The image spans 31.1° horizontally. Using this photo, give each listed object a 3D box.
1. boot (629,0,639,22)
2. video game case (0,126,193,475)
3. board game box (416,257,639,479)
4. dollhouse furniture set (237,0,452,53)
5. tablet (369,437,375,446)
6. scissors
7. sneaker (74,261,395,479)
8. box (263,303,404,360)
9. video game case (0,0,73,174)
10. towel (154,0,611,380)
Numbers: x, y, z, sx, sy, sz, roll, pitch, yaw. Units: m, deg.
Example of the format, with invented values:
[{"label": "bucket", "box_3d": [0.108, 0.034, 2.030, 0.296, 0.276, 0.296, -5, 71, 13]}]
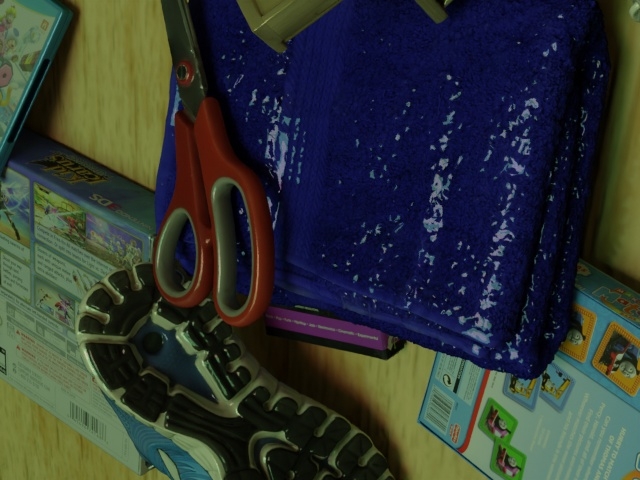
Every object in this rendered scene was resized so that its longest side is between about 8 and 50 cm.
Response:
[{"label": "boot", "box_3d": [0.189, -0.126, 0.578, 0.123, 0.095, 0.258, 26, 117, 37]}, {"label": "video game case", "box_3d": [-0.229, 0.042, 1.032, 0.269, 0.061, 0.244, 27, 125, 30]}, {"label": "board game box", "box_3d": [0.159, 0.101, 0.701, 0.211, 0.039, 0.160, 37, 126, 39]}, {"label": "dollhouse furniture set", "box_3d": [0.031, -0.204, 0.637, 0.182, 0.101, 0.161, -34, 61, 17]}, {"label": "tablet", "box_3d": [0.040, 0.196, 0.907, 0.054, 0.006, 0.083, -32, 88, 45]}, {"label": "scissors", "box_3d": [-0.074, -0.093, 0.746, 0.109, 0.021, 0.297, -2, 89, 45]}, {"label": "sneaker", "box_3d": [-0.062, 0.153, 0.893, 0.330, 0.130, 0.147, 51, 163, -7]}, {"label": "box", "box_3d": [0.000, 0.000, 0.834, 0.116, 0.029, 0.162, 9, 116, 39]}, {"label": "video game case", "box_3d": [-0.282, -0.147, 0.975, 0.119, 0.015, 0.166, 38, 108, 27]}, {"label": "towel", "box_3d": [0.019, -0.055, 0.720, 0.308, 0.076, 0.228, 15, 104, 38]}]
